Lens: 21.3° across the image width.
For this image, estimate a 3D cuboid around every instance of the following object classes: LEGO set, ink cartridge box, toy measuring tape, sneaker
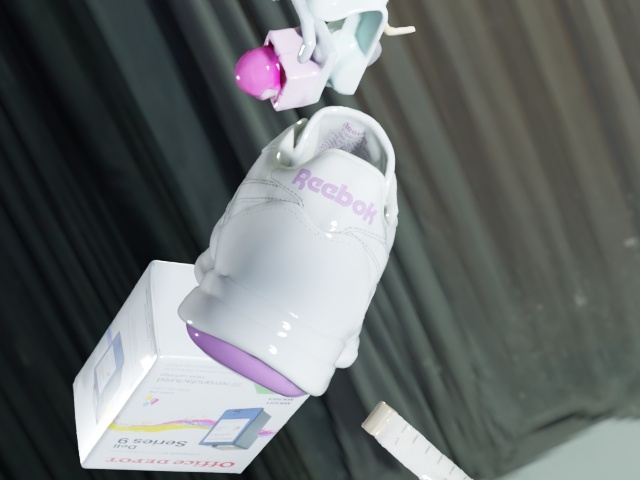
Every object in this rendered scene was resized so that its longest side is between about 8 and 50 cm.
[{"bbox_3d":[-0.057,-0.192,0.689,0.107,0.132,0.287,-8,55,-31],"label":"LEGO set"},{"bbox_3d":[-0.103,0.113,1.434,0.212,0.154,0.093,130,139,-50],"label":"ink cartridge box"},{"bbox_3d":[0.181,0.288,1.856,0.121,0.330,0.121,-51,0,1],"label":"toy measuring tape"},{"bbox_3d":[0.000,0.000,0.985,0.152,0.114,0.305,-61,4,4],"label":"sneaker"}]
